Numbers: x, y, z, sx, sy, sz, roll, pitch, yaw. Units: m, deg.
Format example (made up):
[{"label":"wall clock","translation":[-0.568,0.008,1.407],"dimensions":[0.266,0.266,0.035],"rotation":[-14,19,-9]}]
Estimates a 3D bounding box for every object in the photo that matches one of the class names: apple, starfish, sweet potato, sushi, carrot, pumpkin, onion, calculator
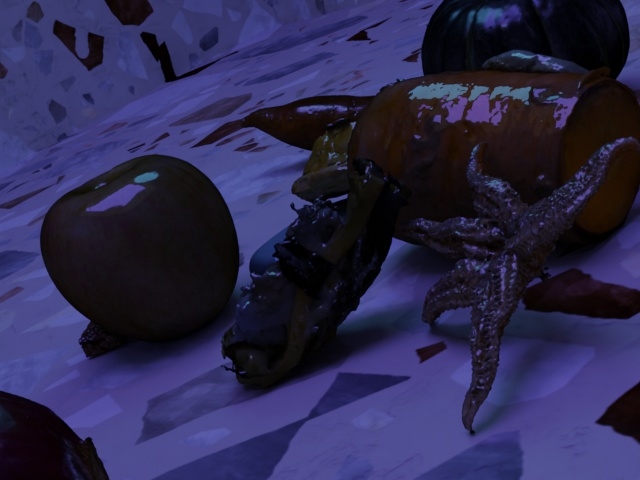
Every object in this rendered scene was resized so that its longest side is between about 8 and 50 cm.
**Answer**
[{"label":"apple","translation":[-0.234,0.015,1.581],"dimensions":[0.257,0.234,0.257],"rotation":[-21,20,8]},{"label":"starfish","translation":[0.165,0.024,1.190],"dimensions":[0.301,0.084,0.293],"rotation":[-66,21,-1]},{"label":"sweet potato","translation":[0.026,-0.211,2.161],"dimensions":[0.359,0.112,0.112],"rotation":[1,22,12]},{"label":"sushi","translation":[-0.011,0.034,1.336],"dimensions":[0.291,0.131,0.139],"rotation":[-59,12,9]},{"label":"carrot","translation":[0.198,-0.095,1.422],"dimensions":[0.341,0.224,0.224],"rotation":[8,33,44]},{"label":"pumpkin","translation":[0.314,-0.293,1.827],"dimensions":[0.323,0.241,0.323],"rotation":[-21,19,8]},{"label":"onion","translation":[-0.296,0.237,1.026],"dimensions":[0.216,0.206,0.207],"rotation":[-25,17,-7]},{"label":"calculator","translation":[0.000,0.000,1.661],"dimensions":[0.184,0.042,0.295],"rotation":[-10,20,35]}]

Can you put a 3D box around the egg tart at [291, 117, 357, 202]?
[{"label":"egg tart","translation":[0.084,-0.132,1.737],"dimensions":[0.291,0.107,0.291],"rotation":[-16,-1,0]}]

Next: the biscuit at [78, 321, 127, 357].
[{"label":"biscuit","translation":[-0.291,0.108,1.702],"dimensions":[0.064,0.034,0.199],"rotation":[-19,17,12]}]

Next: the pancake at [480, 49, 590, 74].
[{"label":"pancake","translation":[0.315,-0.169,1.502],"dimensions":[0.037,0.253,0.253],"rotation":[-62,26,-7]}]
